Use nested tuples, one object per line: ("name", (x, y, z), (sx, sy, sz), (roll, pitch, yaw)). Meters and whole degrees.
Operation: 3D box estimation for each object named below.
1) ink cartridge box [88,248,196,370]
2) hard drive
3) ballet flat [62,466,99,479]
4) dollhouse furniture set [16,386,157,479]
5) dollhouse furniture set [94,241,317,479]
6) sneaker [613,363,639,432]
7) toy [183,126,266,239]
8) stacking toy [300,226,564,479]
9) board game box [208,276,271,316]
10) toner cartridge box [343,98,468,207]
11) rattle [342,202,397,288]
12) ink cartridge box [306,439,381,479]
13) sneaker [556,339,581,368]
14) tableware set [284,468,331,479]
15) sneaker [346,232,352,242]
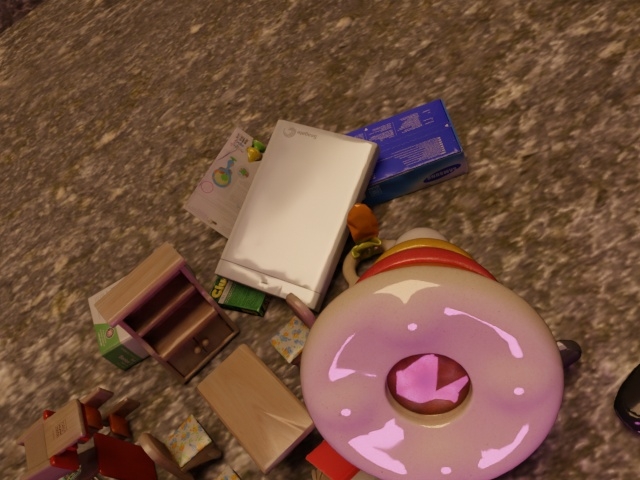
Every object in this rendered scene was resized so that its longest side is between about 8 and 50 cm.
("ink cartridge box", (-0.359, 0.143, 1.433), (0.219, 0.093, 0.160), (-30, 51, 1))
("hard drive", (-0.046, -0.058, 1.382), (0.233, 0.047, 0.353), (18, 79, 22))
("ballet flat", (-0.411, 0.485, 1.240), (0.070, 0.070, 0.188), (-38, 54, -5))
("dollhouse furniture set", (-0.371, 0.370, 1.175), (0.135, 0.259, 0.262), (-35, 52, 9))
("dollhouse furniture set", (-0.177, 0.218, 1.185), (0.362, 0.256, 0.394), (-43, 49, -11))
("sneaker", (0.553, 0.169, 1.002), (0.283, 0.124, 0.107), (-33, 50, -1))
("toy", (-0.199, -0.125, 1.557), (0.237, 0.137, 0.056), (-60, 16, -20))
("stacking toy", (0.174, 0.114, 1.093), (0.350, 0.351, 0.480), (-13, 21, 15))
("board game box", (-0.133, 0.033, 1.455), (0.136, 0.030, 0.260), (10, 62, 26))
("toner cartridge box", (0.121, -0.165, 1.453), (0.347, 0.075, 0.165), (-19, 53, 10))
("rattle", (0.089, 0.056, 1.277), (0.130, 0.143, 0.200), (15, 56, 10))
("ink cartridge box", (0.114, 0.337, 1.078), (0.224, 0.056, 0.181), (29, 47, 35))
("sneaker", (0.326, 0.258, 1.075), (0.228, 0.086, 0.132), (-31, 55, 14))
("tableware set", (-0.012, 0.444, 1.121), (0.168, 0.020, 0.141), (-25, 51, 5))
("sneaker", (0.001, 0.001, 1.404), (0.089, 0.051, 0.170), (28, 75, 30))
